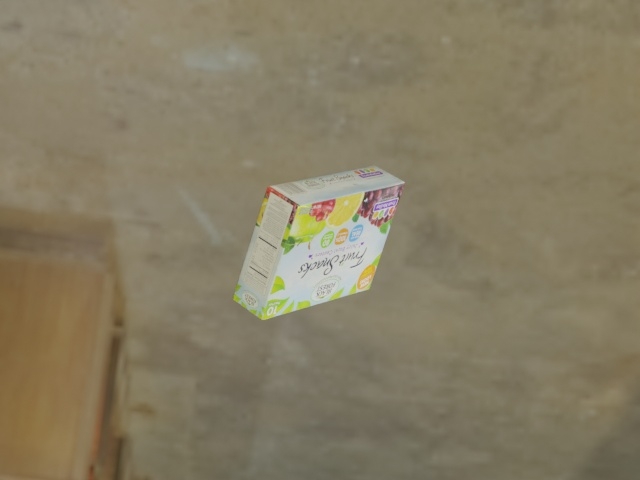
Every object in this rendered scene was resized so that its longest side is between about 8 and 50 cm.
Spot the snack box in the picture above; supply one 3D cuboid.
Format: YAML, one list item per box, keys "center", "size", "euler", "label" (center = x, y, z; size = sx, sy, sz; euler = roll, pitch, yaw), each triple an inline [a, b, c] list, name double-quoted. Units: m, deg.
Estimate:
- center: [0.000, 0.000, 1.298]
  size: [0.037, 0.100, 0.141]
  euler: [33, -153, 29]
  label: "snack box"
